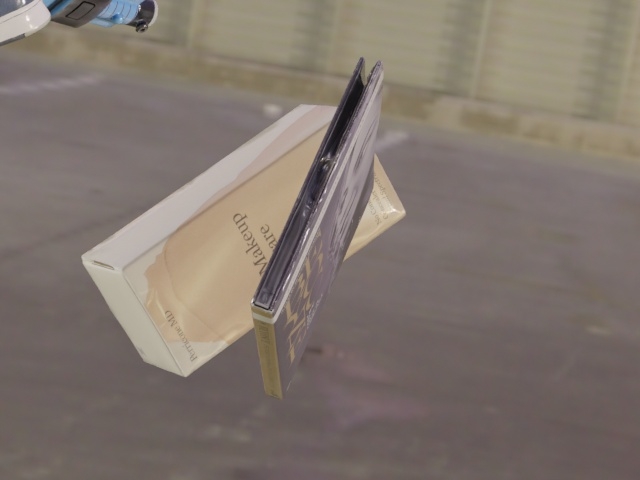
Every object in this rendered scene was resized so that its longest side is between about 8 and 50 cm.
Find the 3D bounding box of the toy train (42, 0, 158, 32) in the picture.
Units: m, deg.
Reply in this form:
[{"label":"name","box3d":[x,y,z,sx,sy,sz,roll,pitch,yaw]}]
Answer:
[{"label":"toy train","box3d":[-0.241,-0.275,1.860,0.080,0.105,0.184,-32,-22,27]}]

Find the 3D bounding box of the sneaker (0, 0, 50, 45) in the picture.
[{"label":"sneaker","box3d":[-0.338,-0.201,1.333,0.226,0.163,0.086,-26,27,-14]}]

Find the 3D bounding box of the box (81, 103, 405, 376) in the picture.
[{"label":"box","box3d":[-0.081,-0.004,1.873,0.311,0.148,0.121,-38,21,-20]}]

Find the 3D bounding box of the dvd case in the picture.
[{"label":"dvd case","box3d":[0.000,0.000,1.093,0.018,0.164,0.221,22,-16,8]}]
